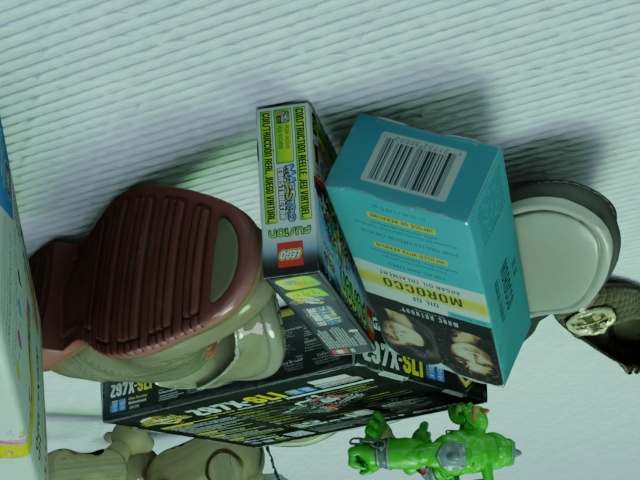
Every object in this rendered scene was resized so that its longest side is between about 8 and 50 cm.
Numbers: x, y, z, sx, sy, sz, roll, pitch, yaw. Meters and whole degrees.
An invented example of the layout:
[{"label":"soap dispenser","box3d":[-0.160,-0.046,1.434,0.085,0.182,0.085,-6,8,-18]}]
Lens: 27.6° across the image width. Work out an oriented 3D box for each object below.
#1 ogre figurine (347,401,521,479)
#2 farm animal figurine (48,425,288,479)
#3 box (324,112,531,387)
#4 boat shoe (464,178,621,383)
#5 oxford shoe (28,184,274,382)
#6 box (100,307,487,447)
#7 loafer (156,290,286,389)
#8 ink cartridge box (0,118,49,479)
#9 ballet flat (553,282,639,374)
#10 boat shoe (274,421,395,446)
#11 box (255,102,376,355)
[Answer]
[{"label":"ogre figurine","box3d":[0.127,0.218,1.346,0.118,0.096,0.197,-3,154,35]},{"label":"farm animal figurine","box3d":[-0.215,0.318,1.717,0.327,0.172,0.330,-16,153,-1]},{"label":"box","box3d":[0.081,0.014,0.900,0.101,0.060,0.244,16,155,22]},{"label":"boat shoe","box3d":[0.156,0.015,1.027,0.112,0.095,0.335,28,155,3]},{"label":"oxford shoe","box3d":[-0.116,0.042,0.970,0.130,0.123,0.348,19,162,-32]},{"label":"box","box3d":[-0.025,0.145,1.360,0.322,0.079,0.257,-17,156,33]},{"label":"loafer","box3d":[-0.104,0.084,1.119,0.092,0.102,0.268,-8,165,-23]},{"label":"ink cartridge box","box3d":[-0.266,0.058,0.810,0.168,0.171,0.232,-5,141,-8]},{"label":"ballet flat","box3d":[0.295,0.093,1.292,0.084,0.058,0.250,-13,159,23]},{"label":"boat shoe","box3d":[0.007,0.190,1.533,0.190,0.068,0.072,-16,147,5]},{"label":"box","box3d":[0.000,0.000,0.887,0.036,0.114,0.207,-7,161,10]}]
